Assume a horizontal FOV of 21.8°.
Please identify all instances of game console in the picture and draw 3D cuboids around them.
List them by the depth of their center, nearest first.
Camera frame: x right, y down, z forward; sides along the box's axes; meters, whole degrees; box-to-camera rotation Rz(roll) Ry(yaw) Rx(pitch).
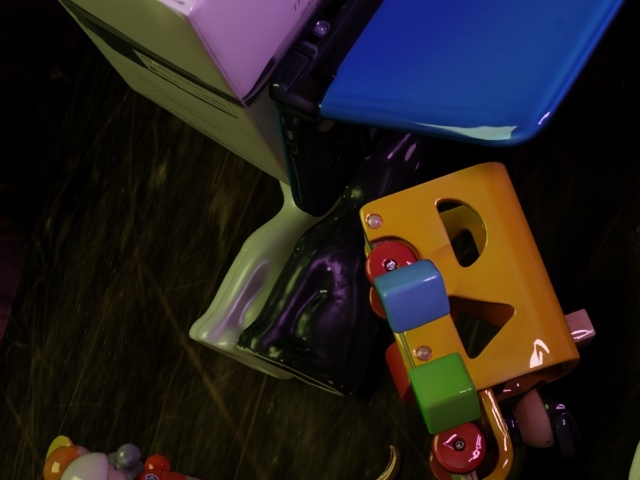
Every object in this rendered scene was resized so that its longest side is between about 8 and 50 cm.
[{"bbox_3d":[0.116,-0.144,0.993,0.293,0.173,0.250,-56,-17,-18],"label":"game console"}]

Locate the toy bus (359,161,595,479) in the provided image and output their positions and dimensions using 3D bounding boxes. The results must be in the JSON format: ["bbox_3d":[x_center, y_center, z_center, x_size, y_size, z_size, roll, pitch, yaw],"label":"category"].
[{"bbox_3d":[0.092,0.059,0.889,0.191,0.104,0.202,-112,2,-57],"label":"toy bus"}]

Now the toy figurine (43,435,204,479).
[{"bbox_3d":[-0.184,0.274,1.394,0.209,0.148,0.213,-173,100,-70],"label":"toy figurine"}]

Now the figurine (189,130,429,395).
[{"bbox_3d":[0.000,0.000,1.249,0.209,0.092,0.215,-66,18,-8],"label":"figurine"}]

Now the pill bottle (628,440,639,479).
[{"bbox_3d":[0.192,0.156,0.446,0.161,0.161,0.283,-60,23,32],"label":"pill bottle"}]

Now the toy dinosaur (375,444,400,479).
[{"bbox_3d":[0.022,0.188,1.103,0.090,0.047,0.082,-44,-1,-21],"label":"toy dinosaur"}]

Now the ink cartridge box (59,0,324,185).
[{"bbox_3d":[-0.029,-0.229,1.036,0.285,0.166,0.395,-58,-12,-6],"label":"ink cartridge box"}]
